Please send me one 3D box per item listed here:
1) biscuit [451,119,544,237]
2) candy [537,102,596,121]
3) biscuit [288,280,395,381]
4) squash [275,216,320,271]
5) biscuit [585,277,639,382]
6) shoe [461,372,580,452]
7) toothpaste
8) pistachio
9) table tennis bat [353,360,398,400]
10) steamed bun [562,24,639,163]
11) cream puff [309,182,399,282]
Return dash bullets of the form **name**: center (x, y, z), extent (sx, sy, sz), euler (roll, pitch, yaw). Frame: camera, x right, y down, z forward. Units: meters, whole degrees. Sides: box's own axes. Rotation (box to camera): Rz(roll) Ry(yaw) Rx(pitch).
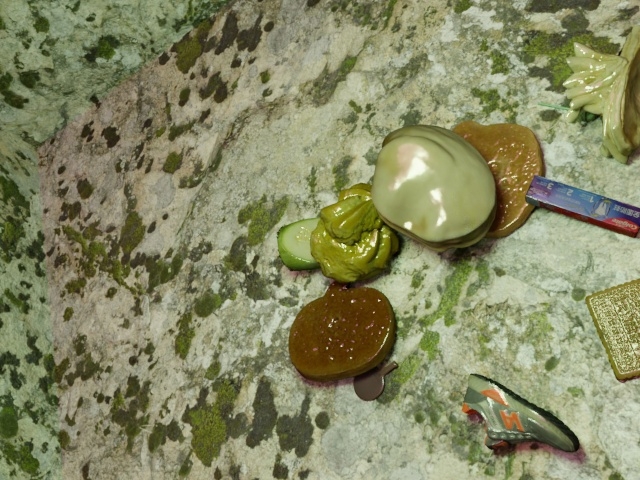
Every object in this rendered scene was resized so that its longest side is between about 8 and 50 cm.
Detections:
- **biscuit**: center (0.534, -0.200, 2.031), extent (0.365, 0.062, 0.385), euler (15, 81, 33)
- **candy**: center (0.779, -0.420, 1.990), extent (0.202, 0.061, 0.061), euler (26, 85, 44)
- **biscuit**: center (0.071, 0.296, 2.100), extent (0.394, 0.070, 0.350), euler (-12, 57, 30)
- **squash**: center (0.000, 0.000, 2.194), extent (0.260, 0.189, 0.189), euler (-15, 64, 28)
- **biscuit**: center (0.839, 0.240, 1.692), extent (0.172, 0.029, 0.254), euler (-24, 61, 21)
- **shoe**: center (0.522, 0.511, 1.717), extent (0.336, 0.132, 0.171), euler (29, 92, 38)
- **toothpaste**: center (0.763, -0.101, 1.819), extent (0.320, 0.066, 0.076), euler (24, 84, 24)
- **pistachio**: center (0.335, -0.168, 1.921), extent (0.365, 0.281, 0.445), euler (-30, 65, -2)
- **table tennis bat**: center (0.153, 0.427, 1.971), extent (0.170, 0.119, 0.107), euler (-40, 58, 13)
- **steamed bun**: center (0.847, -0.457, 1.853), extent (0.189, 0.247, 0.428), euler (5, 75, 47)
- **cream puff**: center (0.127, -0.017, 2.056), extent (0.323, 0.270, 0.274), euler (-41, 78, -20)
